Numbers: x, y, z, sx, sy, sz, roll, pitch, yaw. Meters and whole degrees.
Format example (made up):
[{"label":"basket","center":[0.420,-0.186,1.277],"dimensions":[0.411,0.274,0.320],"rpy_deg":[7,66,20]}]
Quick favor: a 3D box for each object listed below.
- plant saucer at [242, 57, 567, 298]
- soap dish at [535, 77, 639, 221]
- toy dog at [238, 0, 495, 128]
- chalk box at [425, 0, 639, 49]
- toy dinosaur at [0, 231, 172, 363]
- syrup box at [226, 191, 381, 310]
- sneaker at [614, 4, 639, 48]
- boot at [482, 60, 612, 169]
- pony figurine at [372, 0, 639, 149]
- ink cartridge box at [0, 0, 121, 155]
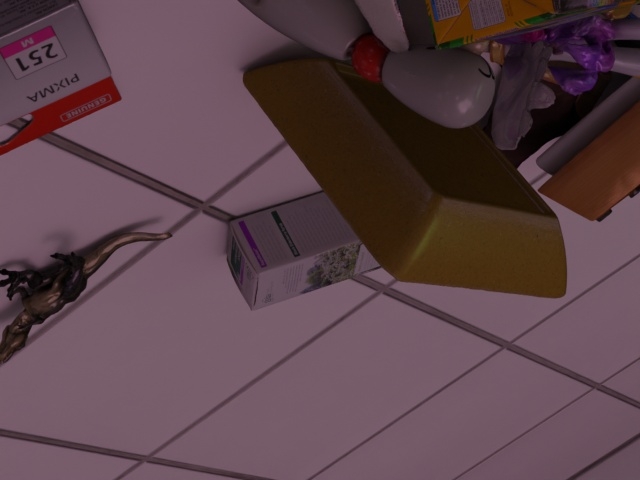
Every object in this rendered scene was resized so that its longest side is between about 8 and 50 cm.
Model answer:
[{"label":"plant saucer","center":[0.118,-0.085,1.626],"dimensions":[0.333,0.333,0.081],"rpy_deg":[8,127,-49]},{"label":"soap dish","center":[0.426,-0.140,1.928],"dimensions":[0.229,0.118,0.291],"rpy_deg":[-42,173,25]},{"label":"toy dog","center":[0.031,-0.247,1.339],"dimensions":[0.161,0.334,0.220],"rpy_deg":[-64,178,15]},{"label":"chalk box","center":[0.197,-0.251,1.238],"dimensions":[0.132,0.132,0.213],"rpy_deg":[-10,-175,44]},{"label":"toy dinosaur","center":[-0.316,0.049,1.758],"dimensions":[0.268,0.064,0.118],"rpy_deg":[-35,158,10]},{"label":"syrup box","center":[0.000,0.000,1.909],"dimensions":[0.237,0.096,0.093],"rpy_deg":[-17,149,-18]},{"label":"sneaker","center":[0.444,-0.274,1.873],"dimensions":[0.152,0.058,0.084],"rpy_deg":[-2,138,-32]},{"label":"boot","center":[0.254,-0.163,1.860],"dimensions":[0.207,0.090,0.248],"rpy_deg":[-45,152,26]},{"label":"pony figurine","center":[0.241,-0.235,1.542],"dimensions":[0.364,0.302,0.351],"rpy_deg":[-4,176,-9]},{"label":"ink cartridge box","center":[-0.340,-0.129,1.429],"dimensions":[0.275,0.060,0.239],"rpy_deg":[-25,151,-4]}]
